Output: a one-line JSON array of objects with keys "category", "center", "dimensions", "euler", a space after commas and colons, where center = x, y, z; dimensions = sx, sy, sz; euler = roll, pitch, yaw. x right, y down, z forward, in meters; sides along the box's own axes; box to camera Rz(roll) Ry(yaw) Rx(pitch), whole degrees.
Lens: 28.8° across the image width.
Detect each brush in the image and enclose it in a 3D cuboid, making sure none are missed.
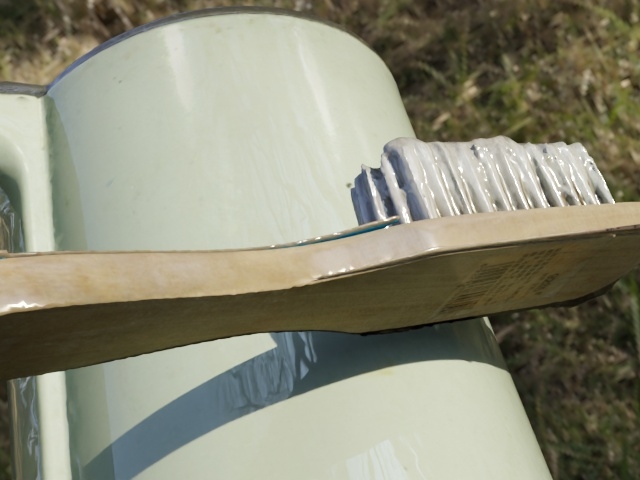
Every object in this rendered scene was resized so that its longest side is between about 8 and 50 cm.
[{"category": "brush", "center": [0.000, 0.000, 0.460], "dimensions": [0.327, 0.065, 0.070], "euler": [-7, -27, -36]}]

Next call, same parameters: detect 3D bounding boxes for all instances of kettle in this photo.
[{"category": "kettle", "center": [-0.071, 0.089, 0.586], "dimensions": [0.250, 0.361, 0.377], "euler": [120, 143, -48]}]
